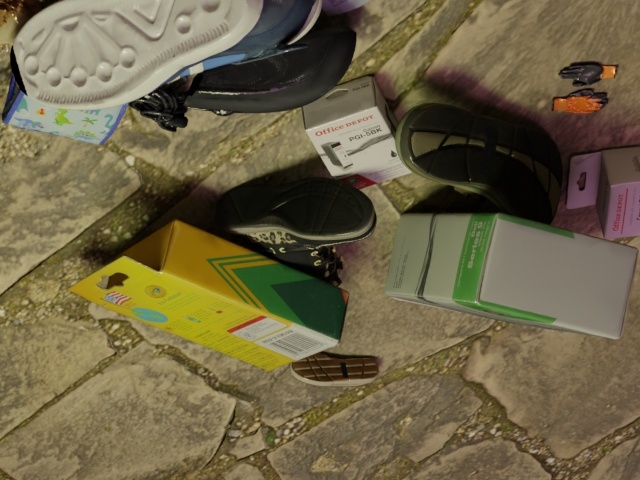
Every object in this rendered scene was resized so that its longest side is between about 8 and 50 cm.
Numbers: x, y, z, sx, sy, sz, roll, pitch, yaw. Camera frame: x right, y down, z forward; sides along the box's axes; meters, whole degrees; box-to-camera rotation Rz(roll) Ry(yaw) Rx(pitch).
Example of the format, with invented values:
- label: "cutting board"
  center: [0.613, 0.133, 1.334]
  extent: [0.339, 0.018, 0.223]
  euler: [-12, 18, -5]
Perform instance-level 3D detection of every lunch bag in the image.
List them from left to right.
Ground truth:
- label: "lunch bag"
  center: [-0.290, -0.183, 1.927]
  extent: [0.129, 0.096, 0.151]
  euler: [13, 126, -21]

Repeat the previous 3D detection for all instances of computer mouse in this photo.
- label: "computer mouse"
  center: [-0.079, -0.175, 1.935]
  extent: [0.272, 0.072, 0.188]
  euler: [-19, 177, 3]

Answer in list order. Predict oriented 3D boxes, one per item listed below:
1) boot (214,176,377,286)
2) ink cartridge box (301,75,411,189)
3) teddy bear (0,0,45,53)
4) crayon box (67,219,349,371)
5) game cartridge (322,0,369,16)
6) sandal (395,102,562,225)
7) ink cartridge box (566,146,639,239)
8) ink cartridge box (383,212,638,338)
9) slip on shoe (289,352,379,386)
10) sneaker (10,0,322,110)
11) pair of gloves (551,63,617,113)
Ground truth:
- label: "boot"
  center: [0.000, -0.002, 2.152]
  extent: [0.236, 0.085, 0.178]
  euler: [1, 151, 34]
- label: "ink cartridge box"
  center: [0.045, -0.130, 2.065]
  extent: [0.099, 0.056, 0.135]
  euler: [-18, 139, 14]
- label: "teddy bear"
  center: [-0.402, -0.328, 1.739]
  extent: [0.338, 0.113, 0.245]
  euler: [14, 133, -29]
- label: "crayon box"
  center: [-0.148, 0.069, 2.186]
  extent: [0.318, 0.081, 0.202]
  euler: [23, 155, -24]
- label: "game cartridge"
  center: [0.034, -0.292, 1.907]
  extent: [0.083, 0.017, 0.056]
  euler: [-24, 133, 19]
- label: "sandal"
  center: [0.201, -0.104, 2.095]
  extent: [0.303, 0.120, 0.086]
  euler: [23, 170, -37]
- label: "ink cartridge box"
  center: [0.430, -0.065, 2.185]
  extent: [0.198, 0.067, 0.115]
  euler: [-6, 140, 0]
- label: "ink cartridge box"
  center: [0.237, 0.041, 2.129]
  extent: [0.211, 0.121, 0.289]
  euler: [13, 176, -21]
- label: "slip on shoe"
  center: [0.018, 0.196, 2.452]
  extent: [0.135, 0.051, 0.041]
  euler: [0, 151, -17]
- label: "sneaker"
  center: [-0.152, -0.229, 1.824]
  extent: [0.323, 0.130, 0.236]
  euler: [-16, 180, 27]
- label: "pair of gloves"
  center: [0.330, -0.190, 2.070]
  extent: [0.074, 0.010, 0.083]
  euler: [-1, 139, -6]
